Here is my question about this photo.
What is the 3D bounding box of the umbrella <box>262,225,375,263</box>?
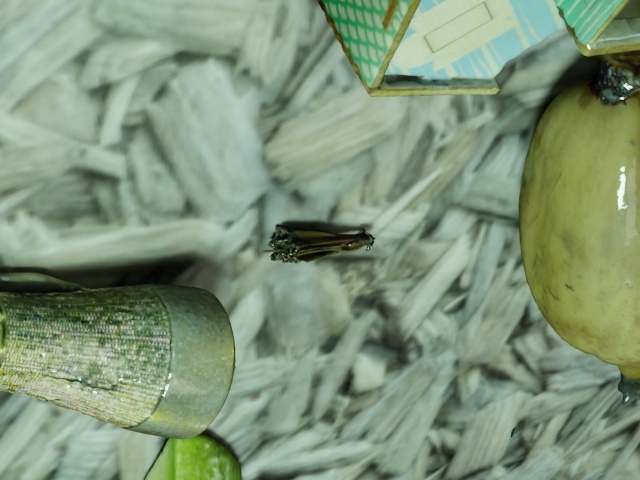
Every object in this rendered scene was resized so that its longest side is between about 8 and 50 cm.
[{"bbox_3d":[0.000,0.002,0.986,0.083,0.031,0.020,-1,97,-43],"label":"umbrella"}]

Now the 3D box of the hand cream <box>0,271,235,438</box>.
[{"bbox_3d":[-0.145,0.055,0.884,0.203,0.084,0.084,9,123,-37],"label":"hand cream"}]

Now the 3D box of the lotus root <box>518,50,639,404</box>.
[{"bbox_3d":[0.201,-0.015,1.046,0.154,0.140,0.256,-15,129,-9],"label":"lotus root"}]

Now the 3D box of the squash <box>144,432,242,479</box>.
[{"bbox_3d":[-0.118,0.255,1.147,0.111,0.203,0.288,1,93,-40],"label":"squash"}]

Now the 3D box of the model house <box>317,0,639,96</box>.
[{"bbox_3d":[0.085,-0.157,0.749,0.206,0.178,0.271,-28,160,7],"label":"model house"}]
